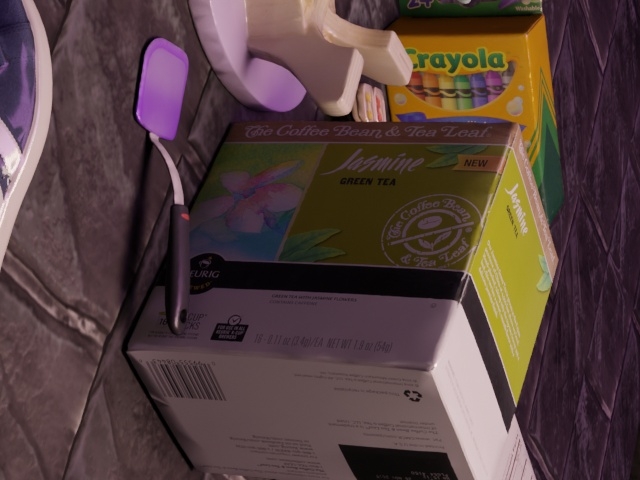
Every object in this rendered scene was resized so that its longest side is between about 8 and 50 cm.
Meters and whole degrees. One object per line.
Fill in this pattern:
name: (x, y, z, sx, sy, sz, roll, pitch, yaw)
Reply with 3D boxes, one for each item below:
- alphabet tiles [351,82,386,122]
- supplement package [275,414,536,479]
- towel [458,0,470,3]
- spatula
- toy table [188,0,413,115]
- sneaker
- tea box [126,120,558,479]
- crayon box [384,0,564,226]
alphabet tiles: (0.072, -0.049, 2.036, 0.278, 0.021, 0.284, -1, 85, -77)
supplement package: (0.092, 0.307, 1.922, 0.145, 0.262, 0.204, 68, 34, -44)
towel: (0.066, -0.393, 1.725, 0.090, 0.321, 0.374, -61, 177, 28)
spatula: (-0.146, -0.053, 1.609, 0.084, 0.030, 0.296, 29, 51, -62)
toy table: (-0.014, -0.243, 1.759, 0.274, 0.161, 0.252, 37, 60, -60)
sneaker: (-0.294, -0.053, 1.203, 0.148, 0.131, 0.350, 29, 67, -68)
tea box: (0.034, 0.062, 1.693, 0.220, 0.329, 0.323, 67, 34, -43)
crayon box: (0.196, -0.179, 2.169, 0.083, 0.203, 0.322, -48, 134, -54)
